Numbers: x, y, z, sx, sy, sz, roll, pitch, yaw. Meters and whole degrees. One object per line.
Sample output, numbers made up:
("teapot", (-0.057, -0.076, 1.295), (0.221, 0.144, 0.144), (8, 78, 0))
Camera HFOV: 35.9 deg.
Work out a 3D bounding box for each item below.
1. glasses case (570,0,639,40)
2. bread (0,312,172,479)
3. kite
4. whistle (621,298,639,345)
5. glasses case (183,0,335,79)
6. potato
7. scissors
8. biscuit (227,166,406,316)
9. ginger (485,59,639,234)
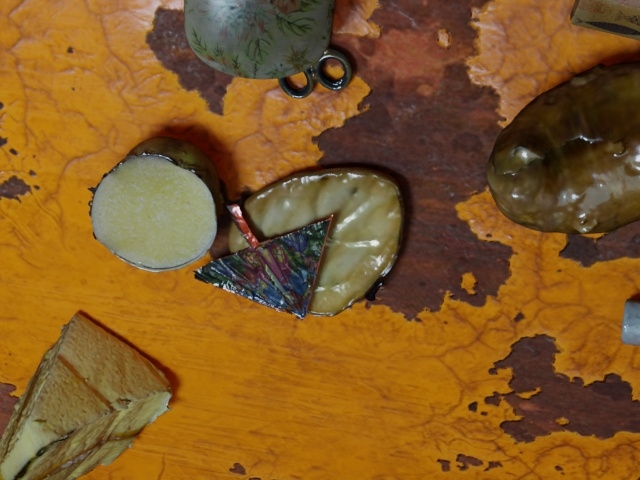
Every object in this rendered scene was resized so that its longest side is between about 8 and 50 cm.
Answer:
("glasses case", (0.340, -0.226, 0.982), (0.170, 0.041, 0.064), (14, 128, 3))
("bread", (-0.358, 0.292, 1.400), (0.198, 0.236, 0.263), (33, 126, -10))
("kite", (-0.061, 0.027, 1.235), (0.232, 0.009, 0.189), (-18, 119, 29))
("whistle", (0.529, 0.117, 1.138), (0.346, 0.134, 0.142), (7, 130, 21))
("glasses case", (-0.050, -0.356, 0.937), (0.156, 0.098, 0.425), (3, 123, -5))
("potato", (-0.197, -0.053, 1.217), (0.164, 0.081, 0.200), (28, 130, -11))
("scissors", (-0.033, -0.257, 1.068), (0.088, 0.017, 0.220), (-9, 122, 21))
("biscuit", (0.002, -0.002, 1.229), (0.203, 0.041, 0.260), (43, 123, -13))
("ginger", (0.327, -0.106, 1.005), (0.321, 0.172, 0.165), (-23, 80, 26))
